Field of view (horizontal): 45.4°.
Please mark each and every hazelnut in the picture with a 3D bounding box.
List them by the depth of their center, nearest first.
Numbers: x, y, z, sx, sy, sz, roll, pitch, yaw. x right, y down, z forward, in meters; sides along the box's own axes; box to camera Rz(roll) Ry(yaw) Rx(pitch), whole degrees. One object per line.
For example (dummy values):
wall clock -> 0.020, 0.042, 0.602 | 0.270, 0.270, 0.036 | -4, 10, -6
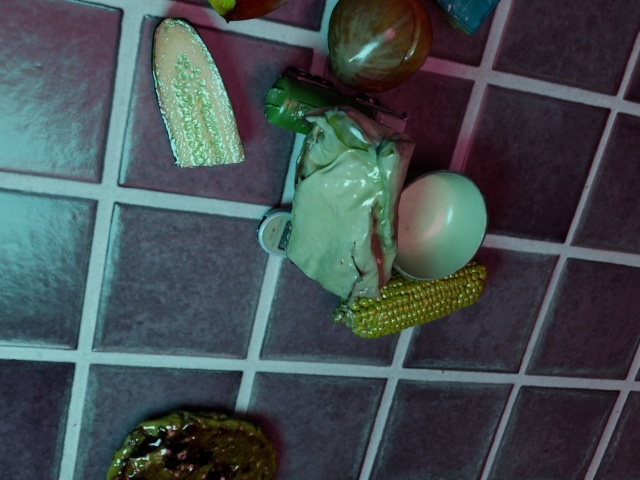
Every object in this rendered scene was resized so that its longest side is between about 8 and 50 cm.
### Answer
hazelnut -> 0.085, -0.326, 1.209 | 0.182, 0.182, 0.182 | -7, 114, -15

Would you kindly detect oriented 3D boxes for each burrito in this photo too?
burrito -> 0.055, -0.068, 1.214 | 0.135, 0.190, 0.332 | -26, 142, -34

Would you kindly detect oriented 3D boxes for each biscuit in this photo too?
biscuit -> -0.249, 0.451, 1.475 | 0.334, 0.081, 0.289 | 19, 104, -29

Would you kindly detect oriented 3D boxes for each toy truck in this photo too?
toy truck -> 0.022, -0.205, 1.260 | 0.242, 0.125, 0.101 | 14, 106, -24

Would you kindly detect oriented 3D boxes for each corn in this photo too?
corn -> 0.171, 0.106, 1.445 | 0.322, 0.119, 0.119 | -14, 116, -13

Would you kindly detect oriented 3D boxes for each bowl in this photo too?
bowl -> 0.187, -0.042, 1.387 | 0.211, 0.112, 0.211 | -8, 114, -18

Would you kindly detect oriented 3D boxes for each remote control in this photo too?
remote control -> 0.000, 0.000, 1.384 | 0.244, 0.047, 0.087 | 14, 110, -23

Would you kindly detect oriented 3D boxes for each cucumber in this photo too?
cucumber -> -0.200, -0.234, 1.208 | 0.115, 0.063, 0.244 | -13, 116, -6

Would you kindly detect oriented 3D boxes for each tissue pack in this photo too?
tissue pack -> 0.251, -0.443, 1.256 | 0.120, 0.082, 0.169 | 33, 98, -28

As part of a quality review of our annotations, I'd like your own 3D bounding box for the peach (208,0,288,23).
peach -> -0.106, -0.428, 1.090 | 0.190, 0.196, 0.226 | 34, 98, 7
